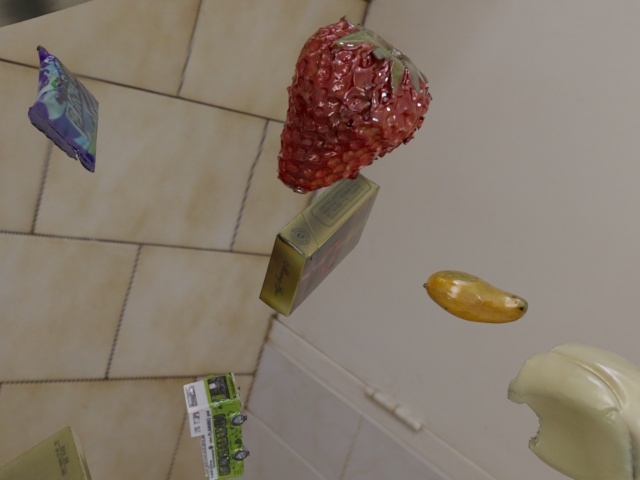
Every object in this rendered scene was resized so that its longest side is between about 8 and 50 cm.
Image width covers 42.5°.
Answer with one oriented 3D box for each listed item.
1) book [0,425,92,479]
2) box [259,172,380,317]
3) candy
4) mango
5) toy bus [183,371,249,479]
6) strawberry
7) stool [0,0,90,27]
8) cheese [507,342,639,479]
[{"bbox_3d":[-0.314,0.283,0.758,0.230,0.161,0.026,-31,123,-11],"label":"book"},{"bbox_3d":[0.000,0.000,1.386,0.240,0.071,0.159,-44,163,-44],"label":"box"},{"bbox_3d":[-0.432,-0.226,1.390,0.070,0.275,0.145,-37,127,12],"label":"candy"},{"bbox_3d":[0.280,0.106,1.504,0.098,0.190,0.075,101,5,-60],"label":"mango"},{"bbox_3d":[-0.254,0.469,2.038,0.139,0.113,0.302,-9,129,-12],"label":"toy bus"},{"bbox_3d":[0.030,-0.163,1.127,0.205,0.205,0.244,13,122,-43],"label":"strawberry"},{"bbox_3d":[-0.189,-0.245,0.293,0.297,0.297,0.330,-24,106,-30],"label":"stool"},{"bbox_3d":[0.443,0.293,1.367,0.127,0.233,0.266,-44,133,-38],"label":"cheese"}]
